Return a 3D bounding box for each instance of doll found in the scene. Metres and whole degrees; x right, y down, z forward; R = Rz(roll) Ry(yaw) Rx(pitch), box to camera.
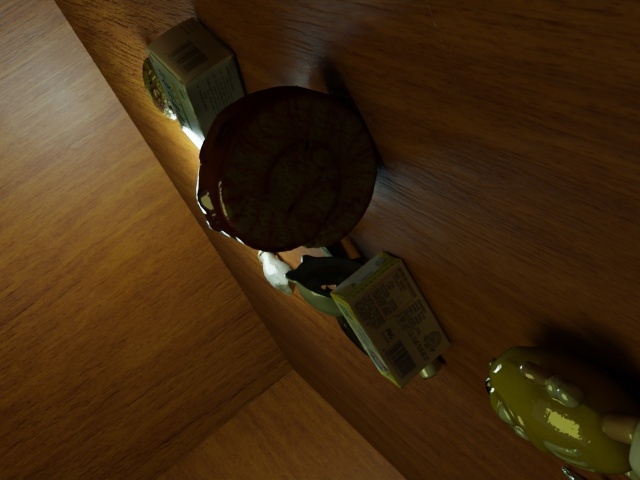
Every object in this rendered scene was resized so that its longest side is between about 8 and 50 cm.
[{"bbox_3d":[0.437,0.287,1.228,0.348,0.161,0.423,37,170,3],"label":"doll"}]

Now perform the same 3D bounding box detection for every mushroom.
[{"bbox_3d":[-0.149,0.109,2.832,0.097,0.088,0.212,20,-159,-46],"label":"mushroom"}]

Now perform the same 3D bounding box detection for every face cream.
[{"bbox_3d":[0.219,0.229,1.998,0.243,0.058,0.092,59,171,-1],"label":"face cream"}]

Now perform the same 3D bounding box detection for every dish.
[{"bbox_3d":[0.040,0.118,1.940,0.236,0.228,0.086,15,117,12],"label":"dish"}]

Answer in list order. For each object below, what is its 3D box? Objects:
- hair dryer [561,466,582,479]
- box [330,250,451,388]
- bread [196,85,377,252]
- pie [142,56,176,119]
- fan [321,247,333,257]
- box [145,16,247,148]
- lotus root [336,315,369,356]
[{"bbox_3d":[0.576,0.545,1.644,0.167,0.067,0.199,46,177,1],"label":"hair dryer"},{"bbox_3d":[0.161,0.179,1.821,0.265,0.168,0.097,56,164,-24],"label":"box"},{"bbox_3d":[-0.057,-0.127,1.445,0.114,0.328,0.295,31,114,53],"label":"bread"},{"bbox_3d":[-0.490,-0.465,2.492,0.205,0.084,0.179,49,167,26],"label":"pie"},{"bbox_3d":[0.001,-0.001,2.093,0.233,0.012,0.414,50,177,5],"label":"fan"},{"bbox_3d":[-0.278,-0.353,1.958,0.173,0.145,0.333,48,166,27],"label":"box"},{"bbox_3d":[0.126,0.229,2.156,0.241,0.123,0.124,40,153,33],"label":"lotus root"}]
